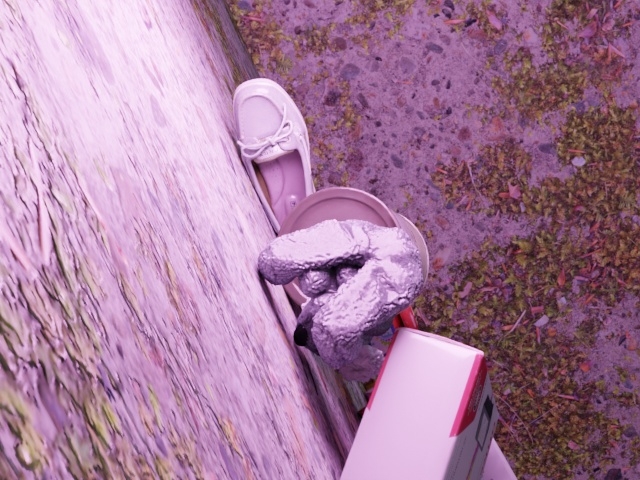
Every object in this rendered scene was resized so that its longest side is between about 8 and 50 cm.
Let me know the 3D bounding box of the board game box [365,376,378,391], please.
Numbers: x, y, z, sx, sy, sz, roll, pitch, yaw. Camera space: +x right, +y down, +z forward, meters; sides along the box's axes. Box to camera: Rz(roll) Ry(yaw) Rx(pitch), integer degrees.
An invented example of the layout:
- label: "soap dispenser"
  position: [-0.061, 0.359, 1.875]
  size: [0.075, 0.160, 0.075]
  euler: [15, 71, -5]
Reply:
- label: "board game box"
  position: [0.167, 0.435, 2.310]
  size: [0.259, 0.039, 0.124]
  euler: [63, 4, -10]

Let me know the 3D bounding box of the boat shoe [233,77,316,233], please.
- label: "boat shoe"
  position: [-0.069, -0.122, 1.674]
  size: [0.103, 0.118, 0.320]
  euler: [-99, 176, -61]

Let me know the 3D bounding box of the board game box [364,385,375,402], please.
- label: "board game box"
  position: [0.249, 0.465, 2.037]
  size: [0.319, 0.066, 0.318]
  euler: [3, -60, 64]

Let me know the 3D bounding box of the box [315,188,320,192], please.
- label: "box"
  position: [0.000, 0.000, 2.117]
  size: [0.158, 0.093, 0.156]
  euler: [64, 4, -59]

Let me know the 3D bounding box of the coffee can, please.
- label: "coffee can"
  position: [0.061, 0.030, 1.595]
  size: [0.201, 0.201, 0.275]
  euler: [67, 11, 10]

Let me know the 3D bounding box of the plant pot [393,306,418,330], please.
- label: "plant pot"
  position: [0.106, 0.156, 2.070]
  size: [0.191, 0.174, 0.191]
  euler: [-21, 90, -88]

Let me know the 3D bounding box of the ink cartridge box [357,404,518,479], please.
- label: "ink cartridge box"
  position: [0.189, 0.348, 1.679]
  size: [0.272, 0.130, 0.309]
  euler: [60, -12, -9]

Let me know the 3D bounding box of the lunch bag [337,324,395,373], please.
- label: "lunch bag"
  position: [0.064, 0.151, 1.774]
  size: [0.096, 0.129, 0.151]
  euler: [39, 30, -80]

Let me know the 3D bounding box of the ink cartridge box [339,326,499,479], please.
- label: "ink cartridge box"
  position: [0.148, 0.281, 1.340]
  size: [0.306, 0.131, 0.226]
  euler: [58, 49, -61]

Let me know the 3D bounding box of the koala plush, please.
- label: "koala plush"
  position: [0.034, 0.095, 1.343]
  size: [0.196, 0.203, 0.221]
  euler: [52, -26, 27]
